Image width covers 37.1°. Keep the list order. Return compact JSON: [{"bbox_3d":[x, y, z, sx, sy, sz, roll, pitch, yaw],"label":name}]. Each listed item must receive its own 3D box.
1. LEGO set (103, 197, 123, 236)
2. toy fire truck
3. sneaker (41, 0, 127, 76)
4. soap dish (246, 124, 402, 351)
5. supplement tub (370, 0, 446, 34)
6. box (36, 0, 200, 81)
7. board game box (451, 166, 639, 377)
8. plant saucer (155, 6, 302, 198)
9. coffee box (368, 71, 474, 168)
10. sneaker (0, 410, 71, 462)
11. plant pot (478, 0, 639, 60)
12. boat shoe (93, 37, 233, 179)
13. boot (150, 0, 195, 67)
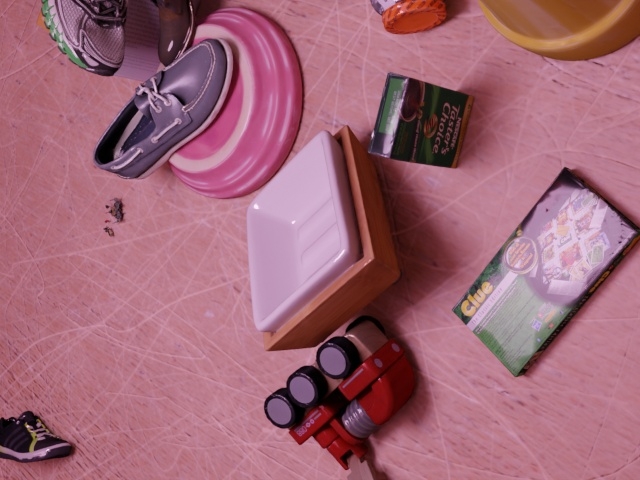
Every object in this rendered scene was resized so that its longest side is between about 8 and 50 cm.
[{"bbox_3d":[-0.398,-0.048,1.847,0.054,0.023,0.083,59,135,26],"label":"LEGO set"},{"bbox_3d":[0.058,0.273,1.404,0.246,0.158,0.217,48,123,8],"label":"toy fire truck"},{"bbox_3d":[-0.363,-0.435,1.542,0.146,0.134,0.343,-11,83,36],"label":"sneaker"},{"bbox_3d":[0.000,0.000,1.400,0.229,0.118,0.291,-43,35,29],"label":"soap dish"},{"bbox_3d":[0.120,-0.404,1.376,0.117,0.117,0.190,-17,77,37],"label":"supplement tub"},{"bbox_3d":[-0.334,-0.488,1.711,0.215,0.168,0.345,37,111,32],"label":"box"},{"bbox_3d":[0.298,0.044,1.276,0.136,0.030,0.259,48,117,27],"label":"board game box"},{"bbox_3d":[-0.180,-0.238,1.635,0.332,0.084,0.332,-2,87,38],"label":"plant saucer"},{"bbox_3d":[0.142,-0.162,1.309,0.040,0.184,0.113,19,99,35],"label":"coffee box"},{"bbox_3d":[-0.601,0.399,1.951,0.235,0.084,0.097,-6,84,39],"label":"sneaker"},{"bbox_3d":[0.277,-0.366,1.172,0.254,0.239,0.254,-2,86,39],"label":"plant pot"},{"bbox_3d":[-0.265,-0.216,1.584,0.319,0.099,0.116,-42,64,30],"label":"boat shoe"},{"bbox_3d":[-0.265,-0.398,1.582,0.082,0.106,0.219,23,108,38],"label":"boot"}]
